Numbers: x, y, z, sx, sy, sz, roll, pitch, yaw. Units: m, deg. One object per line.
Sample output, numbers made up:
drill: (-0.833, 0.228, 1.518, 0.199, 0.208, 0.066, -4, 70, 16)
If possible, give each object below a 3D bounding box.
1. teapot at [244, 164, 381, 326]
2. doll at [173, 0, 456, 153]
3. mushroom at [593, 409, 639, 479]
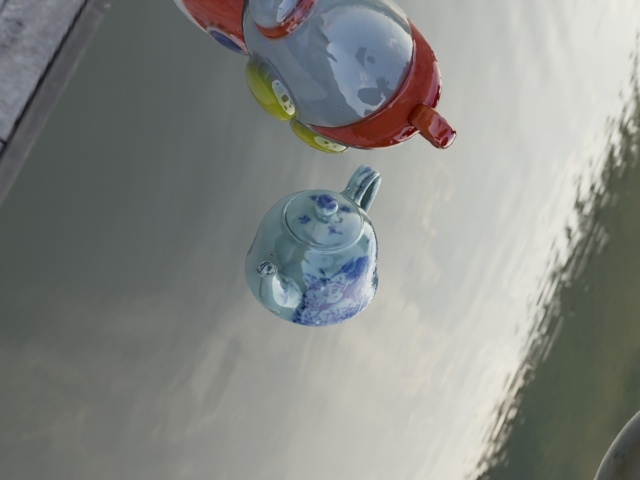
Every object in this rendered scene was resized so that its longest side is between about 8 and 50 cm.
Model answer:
teapot: (0.000, 0.000, 0.952, 0.232, 0.159, 0.158, -46, 147, -37)
doll: (-0.025, -0.144, 0.578, 0.105, 0.336, 0.200, -51, 143, 2)
mushroom: (0.302, 0.212, 0.544, 0.243, 0.244, 0.243, -42, 145, -40)
